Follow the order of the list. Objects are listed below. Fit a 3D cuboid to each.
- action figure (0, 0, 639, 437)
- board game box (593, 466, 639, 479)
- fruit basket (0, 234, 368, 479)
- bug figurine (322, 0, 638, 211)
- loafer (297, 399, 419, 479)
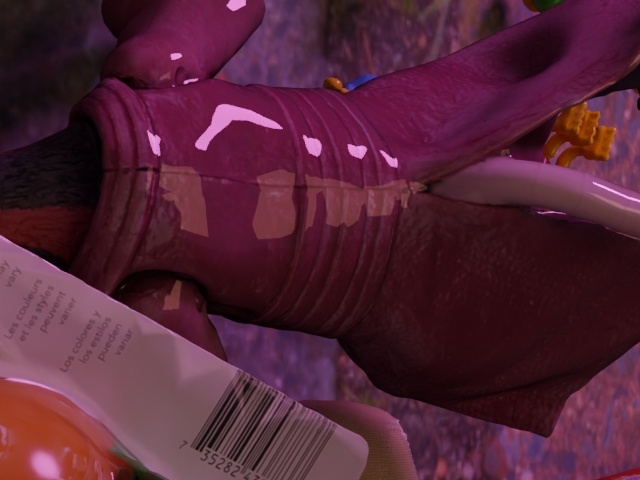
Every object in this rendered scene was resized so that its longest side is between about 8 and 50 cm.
[{"bbox_3d":[0.000,0.000,0.780,0.370,0.275,0.248,0,84,-32],"label":"action figure"},{"bbox_3d":[0.191,0.269,1.165,0.316,0.064,0.242,-4,92,-50],"label":"board game box"},{"bbox_3d":[-0.188,0.141,0.652,0.353,0.165,0.327,30,82,-25],"label":"fruit basket"},{"bbox_3d":[0.100,-0.115,1.064,0.216,0.072,0.279,38,63,-39],"label":"bug figurine"},{"bbox_3d":[0.034,0.201,0.954,0.092,0.102,0.269,-23,105,-42],"label":"loafer"}]
